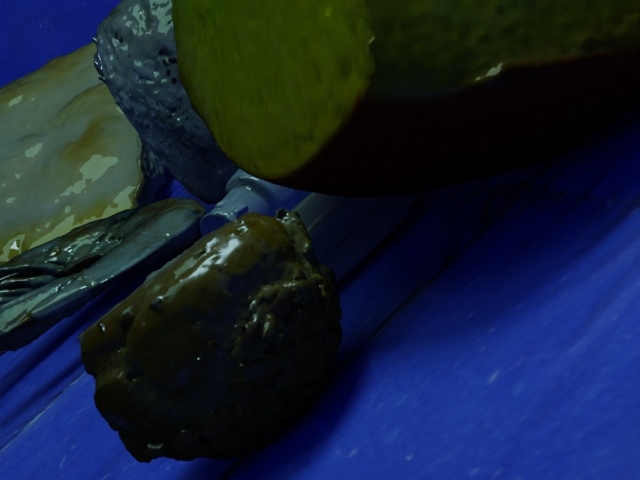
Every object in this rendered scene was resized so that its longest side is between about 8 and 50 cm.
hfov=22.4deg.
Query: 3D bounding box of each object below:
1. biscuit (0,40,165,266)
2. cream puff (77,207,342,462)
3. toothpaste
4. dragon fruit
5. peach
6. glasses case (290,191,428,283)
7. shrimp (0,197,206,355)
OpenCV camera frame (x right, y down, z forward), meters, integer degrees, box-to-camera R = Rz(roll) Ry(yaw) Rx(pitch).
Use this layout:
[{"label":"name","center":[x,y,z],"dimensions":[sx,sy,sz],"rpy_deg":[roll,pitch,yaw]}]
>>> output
[{"label":"biscuit","center":[-0.349,-0.067,1.896],"dimensions":[0.446,0.104,0.429],"rpy_deg":[-25,37,9]},{"label":"cream puff","center":[-0.055,0.060,0.902],"dimensions":[0.150,0.115,0.165],"rpy_deg":[-40,2,-28]},{"label":"toothpaste","center":[-0.015,-0.077,1.348],"dimensions":[0.089,0.057,0.234],"rpy_deg":[20,52,26]},{"label":"dragon fruit","center":[-0.073,-0.205,1.604],"dimensions":[0.204,0.221,0.283],"rpy_deg":[-39,9,33]},{"label":"peach","center":[0.096,-0.162,0.942],"dimensions":[0.306,0.242,0.380],"rpy_deg":[-18,1,-29]},{"label":"glasses case","center":[0.000,0.000,1.079],"dimensions":[0.204,0.051,0.081],"rpy_deg":[-41,16,-5]},{"label":"shrimp","center":[-0.264,0.052,1.512],"dimensions":[0.360,0.085,0.247],"rpy_deg":[-28,10,-10]}]
